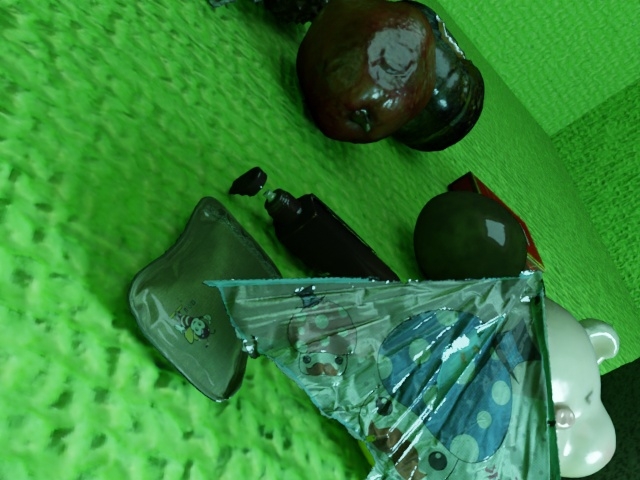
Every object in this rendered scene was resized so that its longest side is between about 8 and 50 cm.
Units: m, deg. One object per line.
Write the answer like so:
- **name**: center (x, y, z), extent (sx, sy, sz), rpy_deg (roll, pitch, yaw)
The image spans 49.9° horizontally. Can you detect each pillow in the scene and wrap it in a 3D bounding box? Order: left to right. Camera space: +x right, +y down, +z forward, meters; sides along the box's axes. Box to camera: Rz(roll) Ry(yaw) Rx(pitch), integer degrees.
- **pillow**: center (-0.094, 0.042, 0.615), extent (0.130, 0.033, 0.217), rpy_deg (51, 26, -12)

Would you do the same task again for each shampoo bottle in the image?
- **shampoo bottle**: center (-0.001, -0.001, 0.794), extent (0.236, 0.068, 0.067), rpy_deg (42, 28, -30)

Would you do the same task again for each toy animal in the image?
- **toy animal**: center (0.197, 0.178, 0.709), extent (0.345, 0.246, 0.278), rpy_deg (28, 37, -44)

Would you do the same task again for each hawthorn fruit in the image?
- **hawthorn fruit**: center (0.065, -0.246, 1.036), extent (0.224, 0.224, 0.261), rpy_deg (43, 41, -24)

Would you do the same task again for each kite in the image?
- **kite**: center (0.076, 0.151, 0.542), extent (0.406, 0.014, 0.368), rpy_deg (45, 68, -5)

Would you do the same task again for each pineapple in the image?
- **pineapple**: center (-0.061, -0.422, 1.110), extent (0.175, 0.175, 0.361), rpy_deg (54, 38, -4)

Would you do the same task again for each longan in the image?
- **longan**: center (0.238, 0.003, 1.076), extent (0.204, 0.159, 0.185), rpy_deg (-18, 63, -44)

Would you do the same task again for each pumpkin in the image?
- **pumpkin**: center (0.194, -0.324, 1.362), extent (0.320, 0.192, 0.321), rpy_deg (38, 33, -31)

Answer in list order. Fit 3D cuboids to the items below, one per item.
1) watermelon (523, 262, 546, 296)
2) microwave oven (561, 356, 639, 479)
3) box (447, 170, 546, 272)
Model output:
- **watermelon**: center (0.309, 0.134, 1.149), extent (0.146, 0.128, 0.231), rpy_deg (69, 19, -51)
- **microwave oven**: center (0.465, 0.299, 0.816), extent (0.236, 0.432, 0.374), rpy_deg (53, 25, -4)
- **box**: center (0.377, -0.024, 1.470), extent (0.239, 0.074, 0.153), rpy_deg (33, 30, -37)
